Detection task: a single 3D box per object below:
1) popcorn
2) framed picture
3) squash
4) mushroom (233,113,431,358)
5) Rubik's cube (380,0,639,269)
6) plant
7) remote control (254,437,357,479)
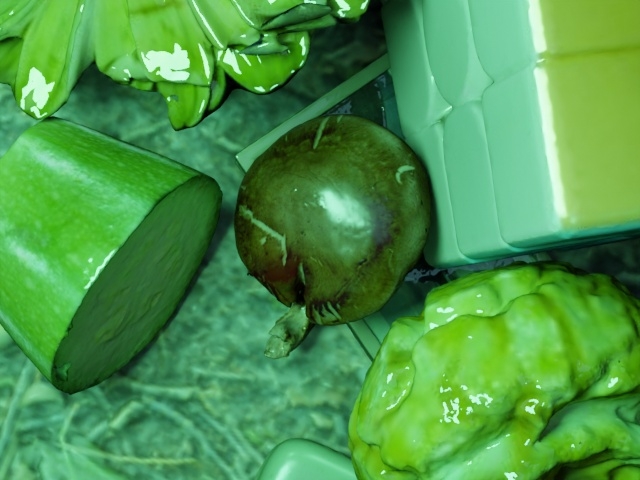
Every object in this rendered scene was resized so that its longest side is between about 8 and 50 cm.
[{"bbox_3d":[0.126,0.109,0.988,0.221,0.204,0.184,-24,52,-11],"label":"popcorn"},{"bbox_3d":[0.055,-0.017,1.076,0.150,0.015,0.203,-34,93,-9],"label":"framed picture"},{"bbox_3d":[-0.153,0.003,0.978,0.123,0.170,0.170,33,83,6],"label":"squash"},{"bbox_3d":[-0.001,0.000,1.009,0.135,0.080,0.171,27,106,31],"label":"mushroom"},{"bbox_3d":[0.213,-0.150,0.959,0.291,0.290,0.291,-8,87,-13],"label":"Rubik's cube"},{"bbox_3d":[-0.085,-0.207,0.908,0.261,0.297,0.306,44,82,9],"label":"plant"},{"bbox_3d":[-0.054,0.284,1.037,0.090,0.038,0.310,25,84,-5],"label":"remote control"}]
